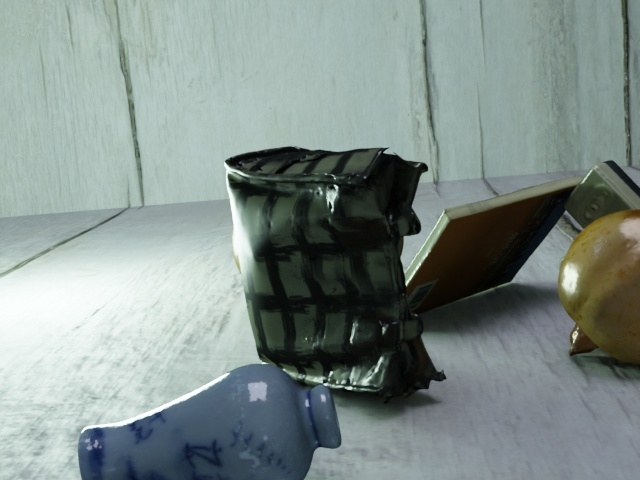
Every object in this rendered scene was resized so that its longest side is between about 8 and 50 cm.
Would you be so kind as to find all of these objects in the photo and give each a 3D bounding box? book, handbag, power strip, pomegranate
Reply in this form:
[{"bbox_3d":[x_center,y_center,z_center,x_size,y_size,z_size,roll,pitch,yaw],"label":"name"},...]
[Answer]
[{"bbox_3d":[0.269,0.017,1.661,0.374,0.262,0.028,-15,54,-42],"label":"book"},{"bbox_3d":[0.015,0.038,1.329,0.162,0.325,0.327,-16,12,-32],"label":"handbag"},{"bbox_3d":[0.515,-0.008,1.617,0.070,0.105,0.256,-18,58,-38],"label":"power strip"},{"bbox_3d":[0.419,0.062,1.329,0.207,0.207,0.207,-5,10,1],"label":"pomegranate"}]

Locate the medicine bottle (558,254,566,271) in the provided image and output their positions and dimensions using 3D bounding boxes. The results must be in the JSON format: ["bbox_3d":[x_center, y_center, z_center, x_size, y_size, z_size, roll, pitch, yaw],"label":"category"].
[{"bbox_3d":[0.487,0.045,1.832,0.089,0.052,0.052,-11,11,-29],"label":"medicine bottle"}]

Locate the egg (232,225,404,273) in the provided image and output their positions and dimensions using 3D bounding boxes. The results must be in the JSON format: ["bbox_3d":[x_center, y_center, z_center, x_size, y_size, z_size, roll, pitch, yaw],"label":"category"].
[{"bbox_3d":[0.000,0.000,1.768,0.322,0.250,0.250,0,7,-28],"label":"egg"}]

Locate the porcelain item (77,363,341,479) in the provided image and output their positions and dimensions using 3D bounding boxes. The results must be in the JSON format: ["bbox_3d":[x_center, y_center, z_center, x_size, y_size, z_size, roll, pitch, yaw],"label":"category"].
[{"bbox_3d":[-0.110,0.205,1.014,0.259,0.141,0.141,-13,10,0],"label":"porcelain item"}]
